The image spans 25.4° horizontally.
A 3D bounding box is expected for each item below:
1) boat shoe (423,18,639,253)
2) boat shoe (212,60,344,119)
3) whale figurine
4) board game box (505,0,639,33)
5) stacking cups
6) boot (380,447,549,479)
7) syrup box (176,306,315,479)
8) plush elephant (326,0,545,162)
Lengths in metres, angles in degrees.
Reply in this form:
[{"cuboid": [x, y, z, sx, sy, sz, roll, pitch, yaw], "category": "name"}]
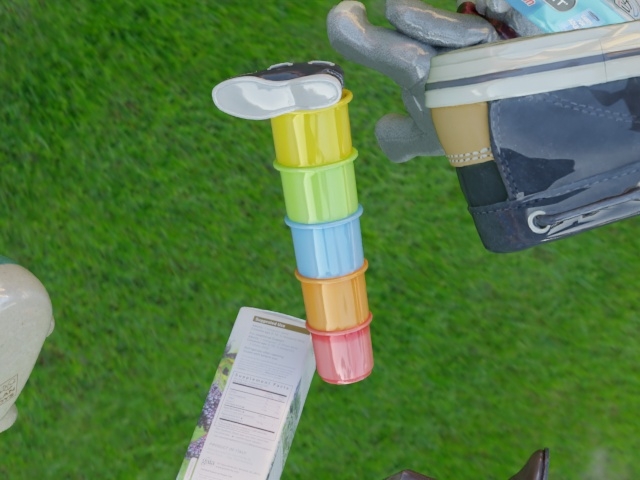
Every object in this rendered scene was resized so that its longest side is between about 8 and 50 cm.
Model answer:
[{"cuboid": [0.323, -0.087, 0.950, 0.500, 0.187, 0.156, -8, 96, 1], "category": "boat shoe"}, {"cuboid": [-0.039, -0.145, 1.325, 0.125, 0.038, 0.046, -7, 127, 17], "category": "boat shoe"}, {"cuboid": [-0.406, 0.126, 1.618, 0.216, 0.141, 0.272, -36, 151, -37], "category": "whale figurine"}, {"cuboid": [0.212, -0.372, 1.549, 0.336, 0.254, 0.079, 32, 132, -27], "category": "board game box"}, {"cuboid": [0.000, 0.000, 1.508, 0.096, 0.096, 0.316, -11, 110, -15], "category": "stacking cups"}, {"cuboid": [0.104, 0.184, 1.054, 0.114, 0.037, 0.106, 18, 113, 0], "category": "boot"}, {"cuboid": [-0.078, 0.200, 1.579, 0.096, 0.237, 0.093, 12, 143, 7], "category": "syrup box"}, {"cuboid": [0.214, -0.258, 1.859, 0.255, 0.330, 0.272, -51, 131, -23], "category": "plush elephant"}]
